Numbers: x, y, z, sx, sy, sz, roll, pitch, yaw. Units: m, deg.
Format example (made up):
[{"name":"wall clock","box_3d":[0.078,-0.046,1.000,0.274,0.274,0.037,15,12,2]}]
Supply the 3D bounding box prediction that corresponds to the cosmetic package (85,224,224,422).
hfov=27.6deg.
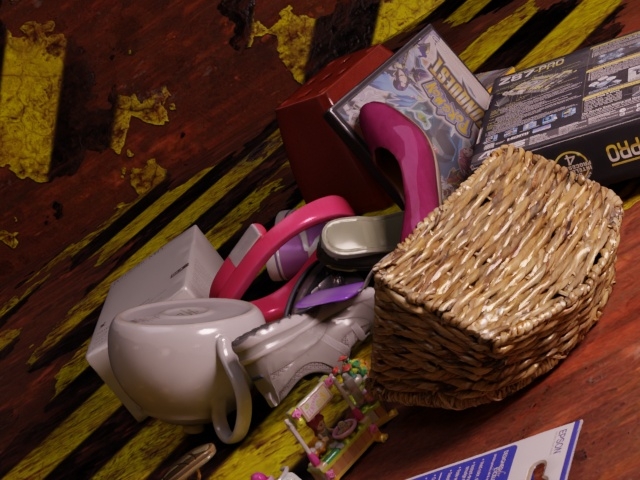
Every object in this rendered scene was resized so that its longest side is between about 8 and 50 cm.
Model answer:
[{"name":"cosmetic package","box_3d":[-0.264,0.134,2.277,0.217,0.156,0.385,-35,16,5]}]

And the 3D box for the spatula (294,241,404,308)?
[{"name":"spatula","box_3d":[0.090,0.030,1.719,0.296,0.030,0.084,-30,1,29]}]

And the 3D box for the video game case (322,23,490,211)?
[{"name":"video game case","box_3d":[0.177,-0.166,2.039,0.248,0.275,0.035,-42,4,-25]}]

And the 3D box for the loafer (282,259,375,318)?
[{"name":"loafer","box_3d":[0.053,0.058,1.951,0.095,0.109,0.302,-14,22,42]}]

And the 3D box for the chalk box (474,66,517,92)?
[{"name":"chalk box","box_3d":[0.264,-0.198,2.228,0.132,0.132,0.213,-41,16,-19]}]

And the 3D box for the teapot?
[{"name":"teapot","box_3d":[-0.189,0.194,1.913,0.252,0.187,0.256,-1,7,15]}]

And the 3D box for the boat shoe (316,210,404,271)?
[{"name":"boat shoe","box_3d":[0.106,0.004,1.917,0.228,0.081,0.068,0,-27,-14]}]

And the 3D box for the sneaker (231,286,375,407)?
[{"name":"sneaker","box_3d":[0.006,0.143,1.801,0.281,0.115,0.105,-21,0,-34]}]

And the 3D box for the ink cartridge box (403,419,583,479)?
[{"name":"ink cartridge box","box_3d":[0.087,0.294,1.236,0.371,0.069,0.176,-28,16,31]}]

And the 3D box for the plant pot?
[{"name":"plant pot","box_3d":[0.076,-0.219,2.480,0.267,0.236,0.267,-42,17,-27]}]

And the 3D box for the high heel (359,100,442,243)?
[{"name":"high heel","box_3d":[0.102,-0.051,1.844,0.181,0.127,0.377,-29,48,-8]}]

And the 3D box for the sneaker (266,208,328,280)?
[{"name":"sneaker","box_3d":[0.000,0.001,2.288,0.161,0.102,0.282,-14,15,8]}]

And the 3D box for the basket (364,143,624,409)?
[{"name":"basket","box_3d":[0.217,0.074,1.524,0.213,0.223,0.299,28,50,25]}]

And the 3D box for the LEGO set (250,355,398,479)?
[{"name":"LEGO set","box_3d":[0.013,0.200,1.591,0.132,0.107,0.287,-23,19,37]}]

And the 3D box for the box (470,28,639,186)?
[{"name":"box","box_3d":[0.419,-0.192,1.808,0.395,0.097,0.318,-17,26,22]}]

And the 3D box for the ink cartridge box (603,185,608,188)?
[{"name":"ink cartridge box","box_3d":[0.334,-0.089,1.906,0.223,0.045,0.224,-22,20,38]}]

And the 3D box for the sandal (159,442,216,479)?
[{"name":"sandal","box_3d":[-0.196,0.340,1.736,0.180,0.049,0.072,-48,9,6]}]

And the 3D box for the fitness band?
[{"name":"fitness band","box_3d":[-0.055,0.037,2.052,0.209,0.054,0.291,-4,-38,-43]}]
